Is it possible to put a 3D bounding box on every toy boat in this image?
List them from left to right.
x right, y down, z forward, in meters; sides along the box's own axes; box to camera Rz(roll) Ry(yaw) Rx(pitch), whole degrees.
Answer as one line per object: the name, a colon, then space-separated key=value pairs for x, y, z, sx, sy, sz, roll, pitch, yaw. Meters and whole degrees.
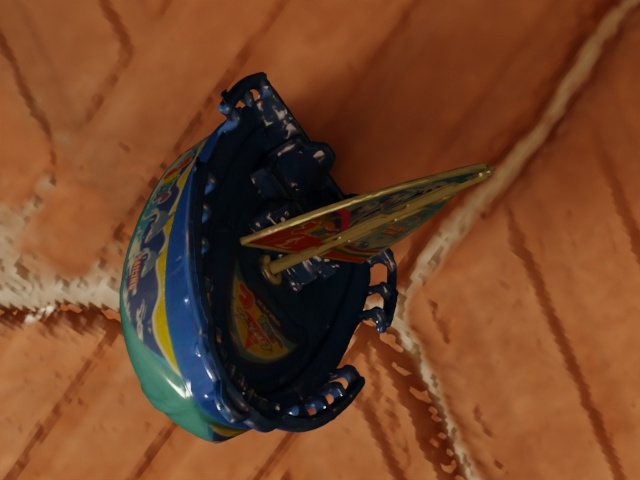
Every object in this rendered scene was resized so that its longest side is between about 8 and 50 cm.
toy boat: x=0.000 y=0.000 z=0.528 sx=0.110 sy=0.175 sz=0.091 roll=-30 pitch=106 yaw=22
